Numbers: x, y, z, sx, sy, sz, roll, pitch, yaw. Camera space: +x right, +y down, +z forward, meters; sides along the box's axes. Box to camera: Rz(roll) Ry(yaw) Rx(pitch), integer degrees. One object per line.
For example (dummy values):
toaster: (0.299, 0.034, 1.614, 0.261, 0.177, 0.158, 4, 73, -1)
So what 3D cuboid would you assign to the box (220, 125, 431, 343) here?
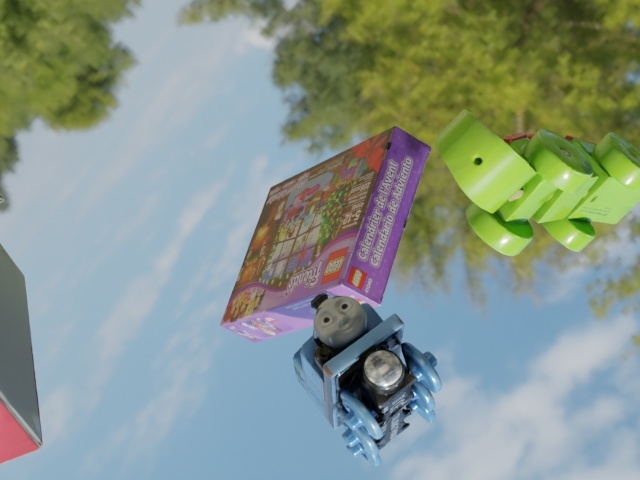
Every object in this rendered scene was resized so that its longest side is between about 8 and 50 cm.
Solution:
box: (0.000, 0.000, 1.547, 0.293, 0.057, 0.200, -22, -136, 57)

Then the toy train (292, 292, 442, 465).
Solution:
toy train: (0.030, 0.098, 0.976, 0.080, 0.105, 0.184, -38, 163, -11)

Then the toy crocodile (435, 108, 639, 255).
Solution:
toy crocodile: (0.228, -0.061, 1.309, 0.341, 0.105, 0.115, -1, 138, -51)

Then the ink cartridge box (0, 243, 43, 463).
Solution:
ink cartridge box: (-0.375, 0.109, 1.060, 0.273, 0.114, 0.197, -22, -134, 3)

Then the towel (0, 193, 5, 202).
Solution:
towel: (-0.450, -0.158, 1.299, 0.056, 0.324, 0.312, -39, 176, -4)
